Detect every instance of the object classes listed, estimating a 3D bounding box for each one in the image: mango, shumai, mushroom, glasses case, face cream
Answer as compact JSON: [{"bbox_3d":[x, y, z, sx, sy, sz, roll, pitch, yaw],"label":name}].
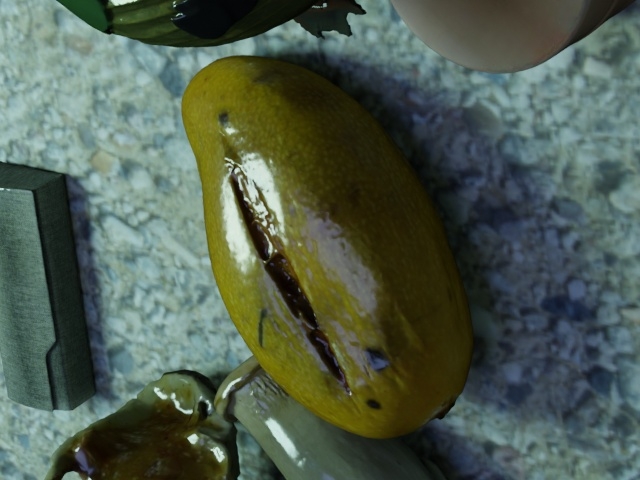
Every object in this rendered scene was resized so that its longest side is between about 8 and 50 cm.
[{"bbox_3d":[-0.003,0.003,1.330,0.177,0.120,0.295,-30,93,41],"label":"mango"},{"bbox_3d":[-0.102,0.250,1.512,0.314,0.267,0.262,26,106,-2],"label":"shumai"},{"bbox_3d":[0.029,0.177,1.420,0.247,0.108,0.096,46,100,6],"label":"mushroom"},{"bbox_3d":[-0.237,0.040,1.583,0.071,0.047,0.205,12,120,32],"label":"glasses case"},{"bbox_3d":[0.119,-0.185,1.145,0.149,0.104,0.149,18,123,30],"label":"face cream"}]

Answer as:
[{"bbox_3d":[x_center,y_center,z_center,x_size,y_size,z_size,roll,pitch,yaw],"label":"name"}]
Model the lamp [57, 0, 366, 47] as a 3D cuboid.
[{"bbox_3d":[-0.068,-0.218,1.192,0.250,0.250,0.284,-11,131,41],"label":"lamp"}]
